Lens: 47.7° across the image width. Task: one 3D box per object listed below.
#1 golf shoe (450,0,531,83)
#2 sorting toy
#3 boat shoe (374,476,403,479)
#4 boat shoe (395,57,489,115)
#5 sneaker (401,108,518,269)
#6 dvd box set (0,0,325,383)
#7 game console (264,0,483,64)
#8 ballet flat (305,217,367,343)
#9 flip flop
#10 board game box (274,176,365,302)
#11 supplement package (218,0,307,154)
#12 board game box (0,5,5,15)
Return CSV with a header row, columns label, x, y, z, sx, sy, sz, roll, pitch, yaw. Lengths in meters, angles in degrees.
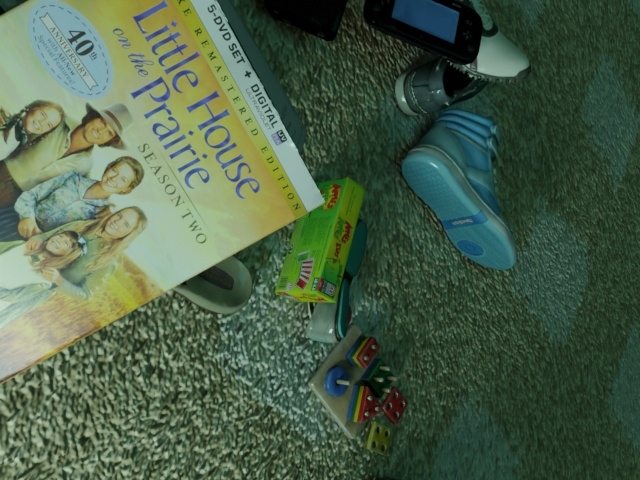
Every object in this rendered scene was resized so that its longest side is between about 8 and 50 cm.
label,x,y,z,sx,sy,sz,roll,pitch,yaw
golf shoe,0.245,-0.366,1.225,0.273,0.120,0.105,36,48,11
sorting toy,0.067,0.230,1.150,0.132,0.046,0.274,-51,120,-33
boat shoe,0.080,0.455,1.116,0.324,0.123,0.116,10,113,-50
boat shoe,0.268,-0.312,1.339,0.319,0.099,0.116,-32,108,-39
sneaker,0.298,-0.108,1.336,0.319,0.127,0.208,49,58,-30
dvd box set,-0.247,-0.066,0.710,0.421,0.062,0.307,-29,112,-1
game console,0.093,-0.390,1.128,0.362,0.044,0.213,19,77,-14
ballet flat,0.020,0.055,1.102,0.072,0.068,0.213,61,37,-52
flip flop,-0.183,0.019,0.911,0.277,0.080,0.112,32,66,-37
board game box,0.000,0.000,1.074,0.043,0.092,0.181,30,67,-39
supplement package,-0.166,-0.183,0.836,0.292,0.175,0.177,58,18,-23
board game box,-0.428,-0.288,0.688,0.136,0.030,0.259,-36,91,-42
